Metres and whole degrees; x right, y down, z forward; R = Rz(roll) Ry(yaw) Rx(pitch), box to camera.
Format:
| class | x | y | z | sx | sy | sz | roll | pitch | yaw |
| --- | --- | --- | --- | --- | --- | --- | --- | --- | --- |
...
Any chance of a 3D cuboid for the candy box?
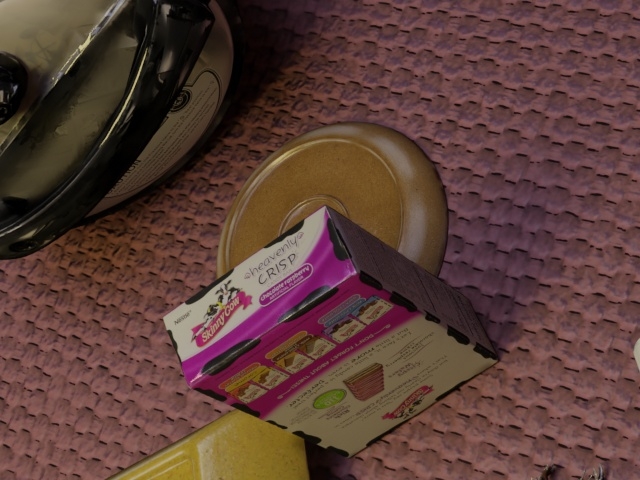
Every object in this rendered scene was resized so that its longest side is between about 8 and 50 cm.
| class | x | y | z | sx | sy | sz | roll | pitch | yaw |
| --- | --- | --- | --- | --- | --- | --- | --- | --- | --- |
| candy box | 0.013 | 0.076 | 1.322 | 0.159 | 0.233 | 0.071 | -34 | 55 | 16 |

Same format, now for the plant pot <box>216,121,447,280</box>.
| class | x | y | z | sx | sy | sz | roll | pitch | yaw |
| --- | --- | --- | --- | --- | --- | --- | --- | --- | --- |
| plant pot | 0.000 | 0.000 | 1.492 | 0.236 | 0.032 | 0.236 | -13 | 64 | 28 |

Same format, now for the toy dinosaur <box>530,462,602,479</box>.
| class | x | y | z | sx | sy | sz | roll | pitch | yaw |
| --- | --- | --- | --- | --- | --- | --- | --- | --- | --- |
| toy dinosaur | 0.198 | 0.199 | 1.285 | 0.082 | 0.047 | 0.090 | 32 | 123 | 30 |

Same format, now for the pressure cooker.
| class | x | y | z | sx | sy | sz | roll | pitch | yaw |
| --- | --- | --- | --- | --- | --- | --- | --- | --- | --- |
| pressure cooker | -0.276 | -0.201 | 1.535 | 0.376 | 0.369 | 0.420 | -21 | 55 | -17 |

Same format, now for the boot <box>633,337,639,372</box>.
| class | x | y | z | sx | sy | sz | roll | pitch | yaw |
| --- | --- | --- | --- | --- | --- | --- | --- | --- | --- |
| boot | 0.354 | 0.090 | 1.186 | 0.244 | 0.088 | 0.176 | -39 | 54 | 24 |

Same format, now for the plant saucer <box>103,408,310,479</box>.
| class | x | y | z | sx | sy | sz | roll | pitch | yaw |
| --- | --- | --- | --- | --- | --- | --- | --- | --- | --- |
| plant saucer | -0.145 | 0.316 | 1.385 | 0.333 | 0.081 | 0.332 | -30 | 52 | 29 |
